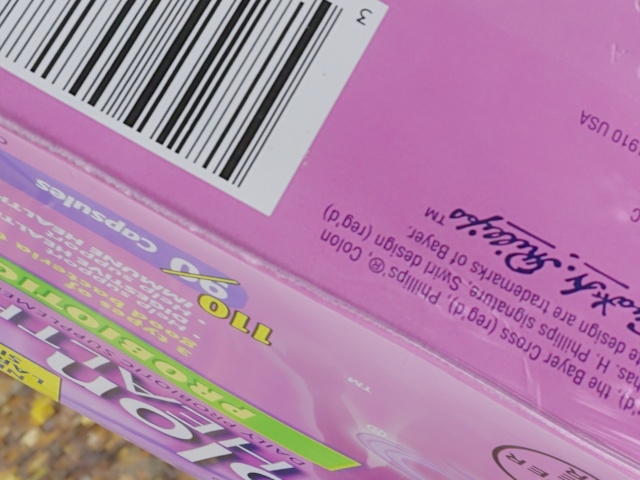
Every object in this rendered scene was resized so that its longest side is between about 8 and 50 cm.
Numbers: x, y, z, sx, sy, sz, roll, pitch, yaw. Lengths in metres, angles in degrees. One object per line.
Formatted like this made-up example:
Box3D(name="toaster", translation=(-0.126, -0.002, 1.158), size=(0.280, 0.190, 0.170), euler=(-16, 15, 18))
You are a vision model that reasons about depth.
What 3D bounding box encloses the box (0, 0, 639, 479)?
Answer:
Box3D(name="box", translation=(0.000, 0.000, 0.471), size=(0.117, 0.213, 0.243), euler=(-61, 180, -20))
